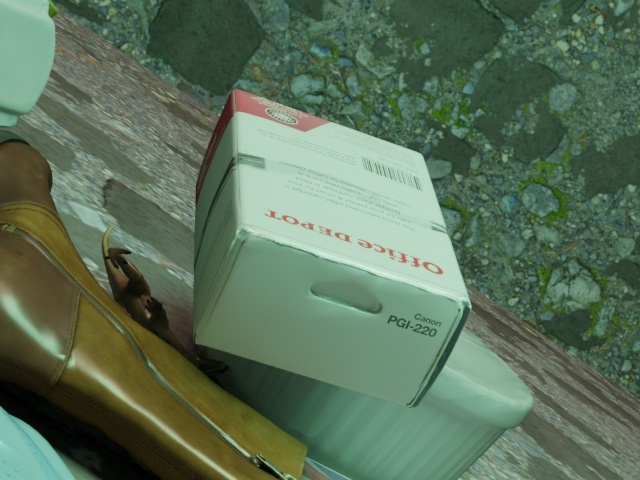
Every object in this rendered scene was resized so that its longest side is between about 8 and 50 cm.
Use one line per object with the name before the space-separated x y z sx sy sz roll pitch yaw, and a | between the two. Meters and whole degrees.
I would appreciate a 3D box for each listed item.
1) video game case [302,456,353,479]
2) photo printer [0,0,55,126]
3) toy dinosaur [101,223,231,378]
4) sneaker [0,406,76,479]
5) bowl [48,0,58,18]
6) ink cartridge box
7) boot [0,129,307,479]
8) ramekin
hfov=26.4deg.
video game case | 0.047 0.211 0.894 0.201 0.023 0.183 31 8 -29
photo printer | -0.361 -0.165 0.859 0.307 0.107 0.256 17 2 26
toy dinosaur | -0.144 0.046 1.039 0.183 0.053 0.092 47 -4 30
sneaker | -0.174 0.074 0.435 0.366 0.135 0.150 46 2 14
bowl | -0.426 -0.307 1.424 0.289 0.156 0.289 51 -2 2
ink cartridge box | 0.000 0.000 0.921 0.158 0.092 0.218 18 24 -14
boot | -0.119 0.052 0.840 0.280 0.096 0.264 33 8 -9
ramekin | 0.028 0.100 1.104 0.273 0.127 0.273 34 8 -6
